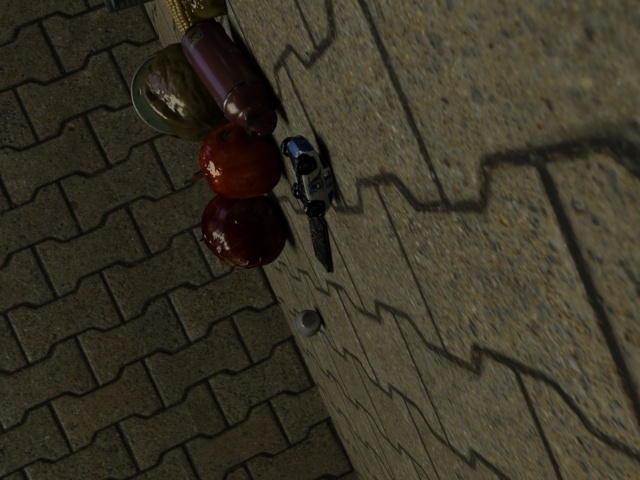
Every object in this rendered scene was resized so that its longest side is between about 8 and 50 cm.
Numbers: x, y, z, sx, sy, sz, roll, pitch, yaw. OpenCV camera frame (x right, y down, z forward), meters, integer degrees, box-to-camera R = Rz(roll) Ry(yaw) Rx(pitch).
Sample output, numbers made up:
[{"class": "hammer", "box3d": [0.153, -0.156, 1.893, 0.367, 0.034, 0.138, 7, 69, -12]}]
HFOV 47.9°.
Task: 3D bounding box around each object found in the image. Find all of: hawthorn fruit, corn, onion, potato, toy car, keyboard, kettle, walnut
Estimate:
[{"class": "hawthorn fruit", "box3d": [-0.230, -0.189, 1.792, 0.207, 0.243, 0.207, 157, 90, -83]}, {"class": "corn", "box3d": [-0.356, -0.640, 1.764, 0.305, 0.106, 0.106, 67, 171, -28]}, {"class": "onion", "box3d": [-0.231, -0.037, 2.231, 0.276, 0.276, 0.276, 62, 170, 19]}, {"class": "potato", "box3d": [-0.279, -0.563, 1.610, 0.200, 0.081, 0.164, -124, 11, -52]}, {"class": "toy car", "box3d": [-0.018, -0.114, 1.327, 0.080, 0.070, 0.170, -125, 15, -45]}, {"class": "keyboard", "box3d": [-0.001, 0.000, 1.680, 0.072, 0.023, 0.231, 57, 168, 29]}, {"class": "kettle", "box3d": [-0.420, -0.464, 2.278, 0.319, 0.247, 0.342, 45, -169, -18]}, {"class": "walnut", "box3d": [-0.347, -0.401, 1.923, 0.283, 0.283, 0.227, 60, 141, 27]}]

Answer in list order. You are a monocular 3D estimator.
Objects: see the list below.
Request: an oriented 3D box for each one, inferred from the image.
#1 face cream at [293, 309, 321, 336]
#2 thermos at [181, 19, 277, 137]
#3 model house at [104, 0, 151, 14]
[{"class": "face cream", "box3d": [-0.041, 0.274, 2.400, 0.091, 0.091, 0.095, 63, 163, 10]}, {"class": "thermos", "box3d": [-0.187, -0.332, 1.567, 0.330, 0.109, 0.136, 56, 168, 32]}, {"class": "model house", "box3d": [-0.544, -0.789, 2.086, 0.198, 0.224, 0.215, 172, 78, -78]}]
